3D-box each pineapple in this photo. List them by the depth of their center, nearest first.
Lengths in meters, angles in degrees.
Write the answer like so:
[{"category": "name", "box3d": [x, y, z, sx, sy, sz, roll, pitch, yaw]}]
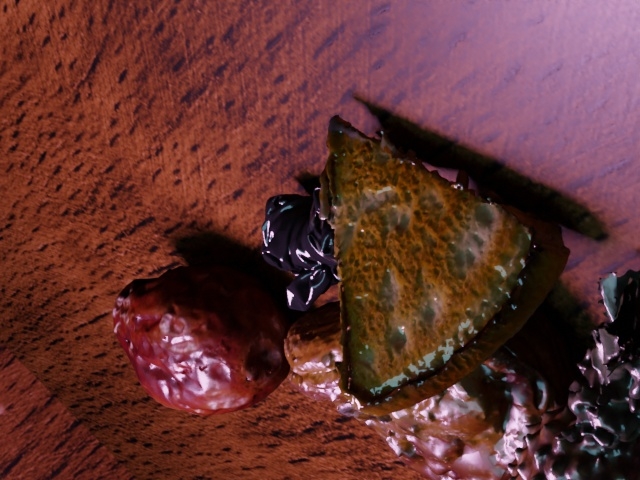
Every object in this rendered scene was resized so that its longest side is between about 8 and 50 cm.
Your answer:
[{"category": "pineapple", "box3d": [0.265, 0.184, 1.801, 0.175, 0.175, 0.361, 36, 147, 20]}]

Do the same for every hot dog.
[{"category": "hot dog", "box3d": [0.103, 0.144, 2.058, 0.267, 0.174, 0.387, 37, 161, -13]}]

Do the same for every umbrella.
[{"category": "umbrella", "box3d": [0.001, 0.001, 2.065, 0.122, 0.110, 0.272, 56, 156, -7]}]

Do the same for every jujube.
[{"category": "jujube", "box3d": [-0.147, 0.117, 2.466, 0.290, 0.197, 0.197, 12, 143, 56]}]

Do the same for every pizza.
[{"category": "pizza", "box3d": [0.075, 0.038, 1.857, 0.287, 0.251, 0.074, 36, -170, 36]}]
